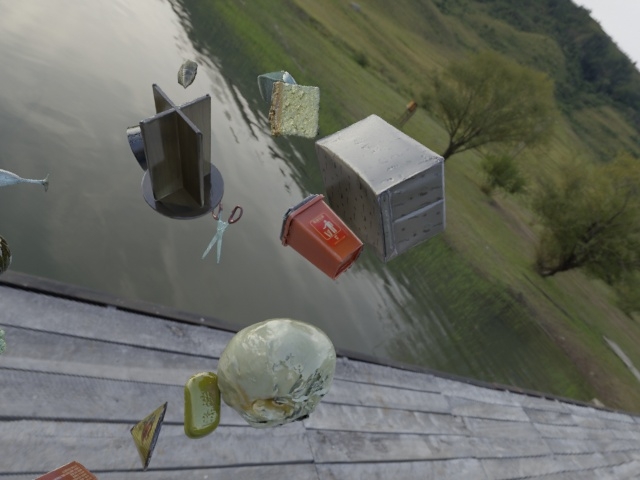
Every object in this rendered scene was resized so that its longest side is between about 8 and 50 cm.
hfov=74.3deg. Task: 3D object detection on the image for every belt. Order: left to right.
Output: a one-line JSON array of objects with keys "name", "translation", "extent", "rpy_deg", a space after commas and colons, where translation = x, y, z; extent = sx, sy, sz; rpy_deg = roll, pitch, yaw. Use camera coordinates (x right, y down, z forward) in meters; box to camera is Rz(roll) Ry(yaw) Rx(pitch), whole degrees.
[{"name": "belt", "translation": [-0.560, -0.301, 1.368], "extent": [0.198, 0.078, 0.151], "rpy_deg": [156, -85, -82]}]

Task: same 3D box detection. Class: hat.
[{"name": "hat", "translation": [-0.527, 0.575, 1.262], "extent": [0.082, 0.193, 0.193], "rpy_deg": [16, 29, -11]}]

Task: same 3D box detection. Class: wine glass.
[{"name": "wine glass", "translation": [-0.973, -0.191, 1.324], "extent": [0.198, 0.066, 0.066], "rpy_deg": [2, 45, -43]}]

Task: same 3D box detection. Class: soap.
[{"name": "soap", "translation": [-0.259, 0.363, 0.931], "extent": [0.089, 0.045, 0.140], "rpy_deg": [4, 84, -50]}]

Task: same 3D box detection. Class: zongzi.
[{"name": "zongzi", "translation": [-0.310, -0.360, 0.967], "extent": [0.040, 0.076, 0.083], "rpy_deg": [12, 68, -27]}]

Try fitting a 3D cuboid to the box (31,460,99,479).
[{"name": "box", "translation": [-0.776, 0.764, 1.028], "extent": [0.122, 0.344, 0.385], "rpy_deg": [36, -14, 6]}]

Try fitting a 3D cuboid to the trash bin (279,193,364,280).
[{"name": "trash bin", "translation": [0.000, 0.000, 1.303], "extent": [0.238, 0.184, 0.161], "rpy_deg": [43, 56, 15]}]

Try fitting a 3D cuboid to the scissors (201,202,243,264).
[{"name": "scissors", "translation": [-0.402, -0.032, 1.683], "extent": [0.144, 0.248, 0.017], "rpy_deg": [14, -8, 23]}]

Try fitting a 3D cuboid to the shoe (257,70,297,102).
[{"name": "shoe", "translation": [-0.130, -0.528, 1.439], "extent": [0.251, 0.100, 0.103], "rpy_deg": [30, -34, 54]}]

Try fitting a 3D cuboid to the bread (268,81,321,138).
[{"name": "bread", "translation": [-0.073, -0.359, 1.181], "extent": [0.147, 0.152, 0.127], "rpy_deg": [1, 30, -4]}]

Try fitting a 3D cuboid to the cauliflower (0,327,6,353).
[{"name": "cauliflower", "translation": [-0.985, 0.340, 1.074], "extent": [0.281, 0.327, 0.260], "rpy_deg": [40, -22, 38]}]

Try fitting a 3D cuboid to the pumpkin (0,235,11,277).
[{"name": "pumpkin", "translation": [-1.133, 0.066, 1.328], "extent": [0.260, 0.189, 0.260], "rpy_deg": [18, 17, -6]}]

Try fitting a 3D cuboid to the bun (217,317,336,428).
[{"name": "bun", "translation": [-0.090, 0.307, 0.927], "extent": [0.287, 0.287, 0.146], "rpy_deg": [31, 18, -28]}]

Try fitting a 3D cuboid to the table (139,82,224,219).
[{"name": "table", "translation": [-0.263, -0.167, 0.795], "extent": [0.167, 0.227, 0.167], "rpy_deg": [6, 60, -11]}]

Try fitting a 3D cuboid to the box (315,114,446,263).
[{"name": "box", "translation": [0.148, -0.139, 1.059], "extent": [0.297, 0.190, 0.225], "rpy_deg": [50, -17, 45]}]
